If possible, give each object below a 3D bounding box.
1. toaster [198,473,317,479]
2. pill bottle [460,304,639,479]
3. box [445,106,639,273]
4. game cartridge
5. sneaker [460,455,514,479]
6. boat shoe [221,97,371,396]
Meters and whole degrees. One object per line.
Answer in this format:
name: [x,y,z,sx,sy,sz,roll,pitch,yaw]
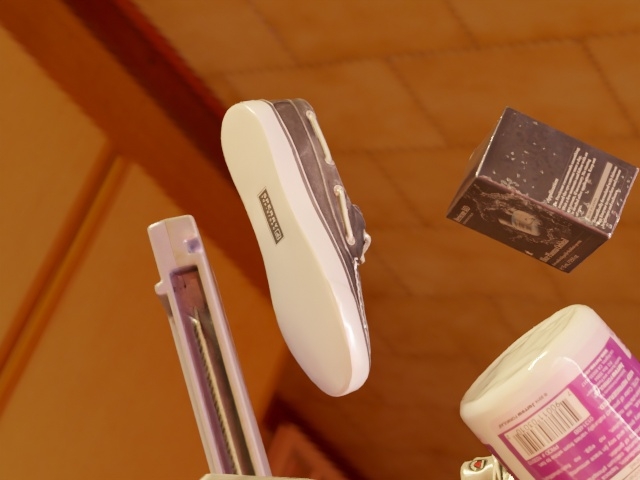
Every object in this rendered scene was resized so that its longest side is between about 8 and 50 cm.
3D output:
toaster: [-0.041,0.261,1.145,0.185,0.110,0.168,-6,118,46]
pill bottle: [0.290,0.223,1.597,0.301,0.169,0.169,49,149,-2]
box: [0.236,-0.051,1.782,0.158,0.093,0.156,25,163,0]
game cartridge: [-0.091,0.173,1.583,0.068,0.355,0.230,-15,164,-7]
sneaker: [0.287,0.355,2.395,0.146,0.122,0.330,32,124,-15]
boat shoe: [0.000,0.000,1.592,0.102,0.301,0.108,-11,162,-34]
